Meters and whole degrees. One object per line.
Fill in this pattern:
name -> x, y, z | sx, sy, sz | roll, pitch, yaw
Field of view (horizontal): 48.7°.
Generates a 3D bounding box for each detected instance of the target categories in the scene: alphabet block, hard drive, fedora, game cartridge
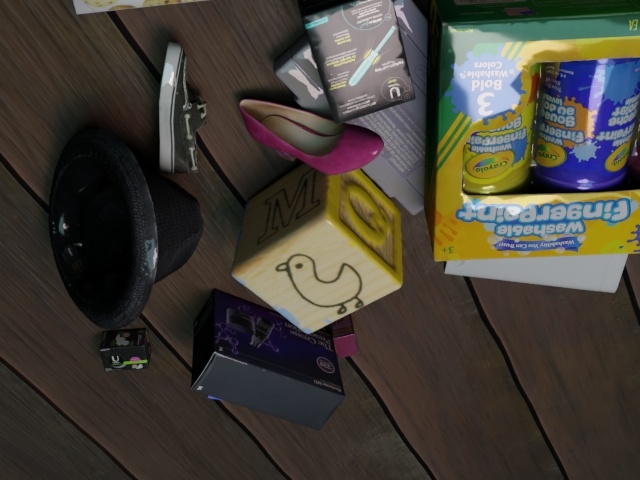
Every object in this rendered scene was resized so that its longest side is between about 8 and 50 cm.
alphabet block -> 0.000, 0.000, 1.143 | 0.197, 0.193, 0.192 | -32, 124, 29
hard drive -> 0.386, -0.016, 1.247 | 0.307, 0.040, 0.203 | 6, 120, 4
fedora -> -0.290, -0.023, 1.093 | 0.152, 0.334, 0.334 | -10, 133, -42
game cartridge -> 0.121, -0.218, 1.114 | 0.230, 0.068, 0.355 | -35, 121, 21

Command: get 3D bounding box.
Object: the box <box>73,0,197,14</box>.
box -> -0.179, -0.366, 0.970 | 0.324, 0.063, 0.067 | -6, 126, -3

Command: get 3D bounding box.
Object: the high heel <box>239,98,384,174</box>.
high heel -> -0.018, -0.166, 1.045 | 0.117, 0.244, 0.082 | 43, 75, -39

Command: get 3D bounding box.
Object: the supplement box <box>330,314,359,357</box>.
supplement box -> 0.044, 0.175, 1.355 | 0.043, 0.083, 0.055 | -13, 124, 1

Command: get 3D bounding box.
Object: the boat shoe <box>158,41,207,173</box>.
boat shoe -> -0.208, -0.198, 1.079 | 0.070, 0.078, 0.219 | 4, 132, -9

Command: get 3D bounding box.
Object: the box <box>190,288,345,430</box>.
box -> -0.099, 0.219, 1.307 | 0.261, 0.184, 0.103 | 23, 119, -22

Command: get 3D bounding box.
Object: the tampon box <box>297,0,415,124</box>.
tampon box -> 0.049, -0.266, 0.977 | 0.120, 0.101, 0.161 | -17, 125, 5

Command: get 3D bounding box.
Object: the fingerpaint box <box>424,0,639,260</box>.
fingerpaint box -> 0.380, -0.166, 1.018 | 0.444, 0.163, 0.371 | -2, 125, 3

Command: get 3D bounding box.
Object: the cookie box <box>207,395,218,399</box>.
cookie box -> -0.169, 0.261, 1.372 | 0.091, 0.107, 0.040 | 13, 122, -16

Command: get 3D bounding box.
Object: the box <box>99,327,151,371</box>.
box -> -0.369, 0.208, 1.345 | 0.083, 0.052, 0.062 | -3, 125, -3
